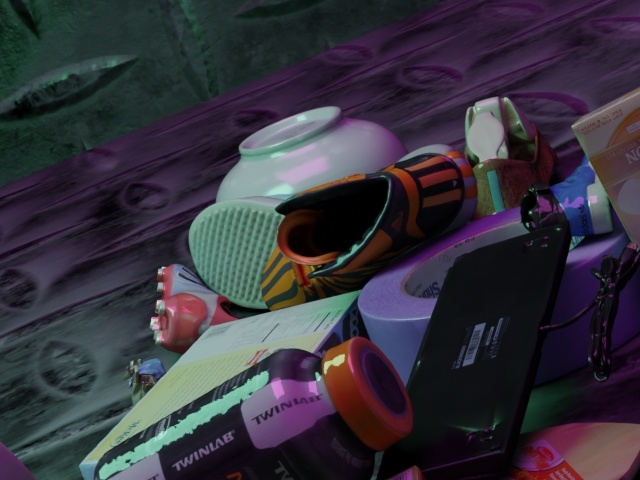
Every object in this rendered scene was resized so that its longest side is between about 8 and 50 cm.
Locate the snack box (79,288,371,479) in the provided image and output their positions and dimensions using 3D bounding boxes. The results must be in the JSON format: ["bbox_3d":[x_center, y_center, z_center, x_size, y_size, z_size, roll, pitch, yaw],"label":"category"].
[{"bbox_3d":[-0.078,0.151,1.906,0.187,0.060,0.322,-14,16,26],"label":"snack box"}]

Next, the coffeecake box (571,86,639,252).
[{"bbox_3d":[0.329,-0.055,1.735,0.142,0.185,0.068,-28,3,20],"label":"coffeecake box"}]

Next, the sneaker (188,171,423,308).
[{"bbox_3d":[0.013,-0.003,2.249,0.366,0.135,0.150,-4,8,43],"label":"sneaker"}]

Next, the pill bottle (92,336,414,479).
[{"bbox_3d":[-0.048,0.169,1.552,0.246,0.130,0.130,-32,10,20],"label":"pill bottle"}]

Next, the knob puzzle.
[{"bbox_3d":[0.162,0.190,1.489,0.213,0.030,0.213,-20,14,5],"label":"knob puzzle"}]

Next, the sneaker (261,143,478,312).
[{"bbox_3d":[0.000,0.000,2.030,0.180,0.124,0.321,-14,-18,-44],"label":"sneaker"}]

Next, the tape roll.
[{"bbox_3d":[0.177,0.052,1.856,0.275,0.090,0.275,-19,14,5],"label":"tape roll"}]

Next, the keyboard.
[{"bbox_3d":[0.166,0.085,1.613,0.201,0.033,0.317,-18,28,28],"label":"keyboard"}]

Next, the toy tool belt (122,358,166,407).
[{"bbox_3d":[-0.182,0.144,2.095,0.052,0.051,0.083,-19,14,7],"label":"toy tool belt"}]

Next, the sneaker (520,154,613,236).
[{"bbox_3d":[0.226,-0.042,1.832,0.085,0.058,0.152,-9,23,11],"label":"sneaker"}]

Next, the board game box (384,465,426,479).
[{"bbox_3d":[-0.035,0.256,1.460,0.259,0.039,0.124,-25,14,7],"label":"board game box"}]

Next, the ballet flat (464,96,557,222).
[{"bbox_3d":[0.207,-0.095,2.281,0.116,0.124,0.342,-17,14,13],"label":"ballet flat"}]

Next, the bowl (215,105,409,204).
[{"bbox_3d":[-0.016,-0.084,2.541,0.298,0.134,0.298,-19,15,5],"label":"bowl"}]

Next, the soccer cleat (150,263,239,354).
[{"bbox_3d":[-0.143,0.082,2.256,0.095,0.083,0.248,8,7,-6],"label":"soccer cleat"}]

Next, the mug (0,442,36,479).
[{"bbox_3d":[-0.307,0.302,1.296,0.374,0.276,0.328,12,48,7],"label":"mug"}]
